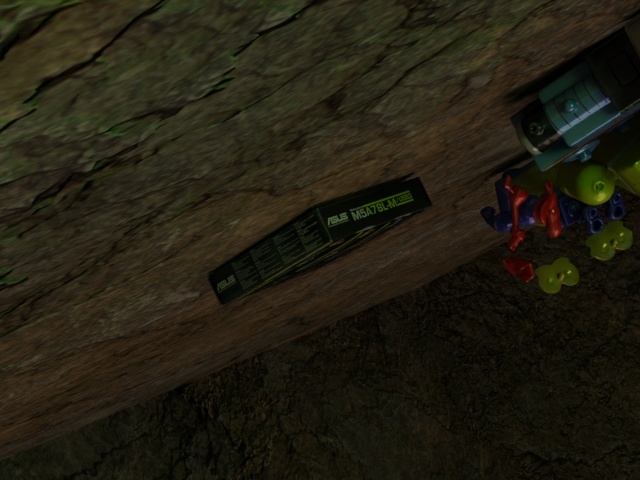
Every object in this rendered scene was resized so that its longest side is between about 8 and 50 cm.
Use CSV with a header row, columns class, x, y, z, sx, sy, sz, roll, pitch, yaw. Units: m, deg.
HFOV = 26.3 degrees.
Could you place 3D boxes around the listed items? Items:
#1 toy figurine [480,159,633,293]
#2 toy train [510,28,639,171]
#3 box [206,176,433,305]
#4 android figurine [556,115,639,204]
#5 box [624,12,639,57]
class,x,y,z,sx,sy,sz,roll,pitch,yaw
toy figurine,0.337,-0.100,1.879,0.362,0.191,0.217,-32,-154,-20
toy train,0.260,-0.135,1.283,0.184,0.080,0.105,-33,167,27
box,0.000,0.000,1.499,0.184,0.045,0.191,-16,169,-47
android figurine,0.346,-0.127,1.377,0.248,0.056,0.273,-45,-169,5
box,0.436,-0.205,1.204,0.311,0.121,0.148,-23,174,-30
